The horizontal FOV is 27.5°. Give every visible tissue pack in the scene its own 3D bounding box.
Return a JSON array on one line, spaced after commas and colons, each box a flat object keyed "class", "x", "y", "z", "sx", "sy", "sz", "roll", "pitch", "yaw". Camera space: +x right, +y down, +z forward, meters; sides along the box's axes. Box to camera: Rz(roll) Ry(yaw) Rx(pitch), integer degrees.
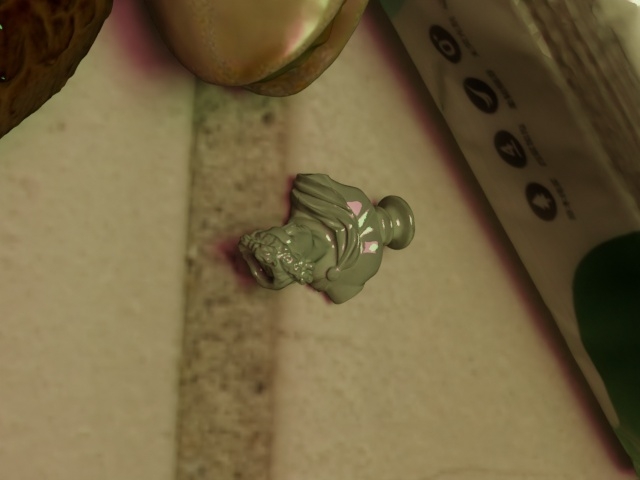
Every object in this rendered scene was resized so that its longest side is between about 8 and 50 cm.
[{"class": "tissue pack", "x": 0.230, "y": -0.070, "z": 0.688, "sx": 0.266, "sy": 0.194, "sz": 0.356, "roll": -35, "pitch": 103, "yaw": -21}]

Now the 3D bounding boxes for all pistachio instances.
[{"class": "pistachio", "x": -0.031, "y": -0.178, "z": 0.618, "sx": 0.144, "sy": 0.144, "sz": 0.215, "roll": 4, "pitch": 92, "yaw": -23}]

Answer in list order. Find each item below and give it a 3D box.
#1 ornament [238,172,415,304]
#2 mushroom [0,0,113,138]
[{"class": "ornament", "x": 0.003, "y": 0.000, "z": 0.673, "sx": 0.092, "sy": 0.041, "sz": 0.068, "roll": -45, "pitch": 111, "yaw": -28}, {"class": "mushroom", "x": -0.187, "y": -0.149, "z": 0.528, "sx": 0.253, "sy": 0.153, "sz": 0.253, "roll": 4, "pitch": 84, "yaw": -47}]
